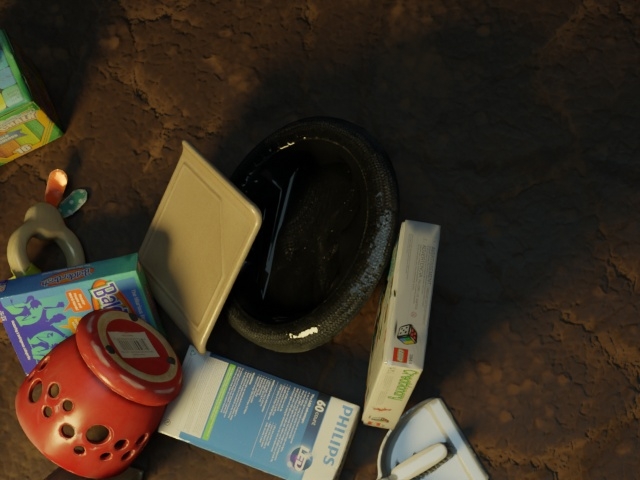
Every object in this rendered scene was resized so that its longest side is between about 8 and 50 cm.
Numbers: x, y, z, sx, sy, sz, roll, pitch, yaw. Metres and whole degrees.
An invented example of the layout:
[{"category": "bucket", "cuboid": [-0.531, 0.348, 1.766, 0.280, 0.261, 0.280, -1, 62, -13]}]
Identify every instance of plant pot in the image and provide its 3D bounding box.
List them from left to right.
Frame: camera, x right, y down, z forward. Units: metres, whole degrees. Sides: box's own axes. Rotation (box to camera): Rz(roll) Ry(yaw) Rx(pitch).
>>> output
[{"category": "plant pot", "cuboid": [-0.296, 0.206, 1.771, 0.191, 0.191, 0.174, 48, 114, 12]}]

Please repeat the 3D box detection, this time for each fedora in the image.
[{"category": "fedora", "cuboid": [0.000, 0.000, 1.810, 0.334, 0.152, 0.334, -8, 74, 30]}]

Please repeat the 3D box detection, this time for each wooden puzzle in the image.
[{"category": "wooden puzzle", "cuboid": [-0.172, 0.007, 1.811, 0.221, 0.044, 0.238, 43, 119, 44]}]

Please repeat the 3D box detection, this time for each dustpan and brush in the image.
[{"category": "dustpan and brush", "cuboid": [0.113, 0.328, 1.797, 0.211, 0.060, 0.147, -31, 77, -1]}]

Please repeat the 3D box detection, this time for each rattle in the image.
[{"category": "rattle", "cuboid": [-0.426, 0.011, 1.933, 0.130, 0.143, 0.199, 7, 60, -25]}]

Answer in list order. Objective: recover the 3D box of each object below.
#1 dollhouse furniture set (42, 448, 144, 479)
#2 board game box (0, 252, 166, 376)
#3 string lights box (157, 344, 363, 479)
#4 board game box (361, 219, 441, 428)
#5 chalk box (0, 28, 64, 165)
[{"category": "dollhouse furniture set", "cuboid": [-0.349, 0.443, 1.805, 0.212, 0.161, 0.242, 17, 103, 9]}, {"category": "board game box", "cuboid": [-0.343, 0.111, 1.844, 0.210, 0.160, 0.047, -12, 36, 3]}, {"category": "string lights box", "cuboid": [-0.084, 0.255, 1.824, 0.260, 0.077, 0.133, 19, 81, 9]}, {"category": "board game box", "cuboid": [0.104, 0.120, 1.700, 0.053, 0.305, 0.193, 9, 68, 0]}, {"category": "chalk box", "cuboid": [-0.485, -0.213, 1.890, 0.132, 0.213, 0.132, -25, 77, 0]}]
